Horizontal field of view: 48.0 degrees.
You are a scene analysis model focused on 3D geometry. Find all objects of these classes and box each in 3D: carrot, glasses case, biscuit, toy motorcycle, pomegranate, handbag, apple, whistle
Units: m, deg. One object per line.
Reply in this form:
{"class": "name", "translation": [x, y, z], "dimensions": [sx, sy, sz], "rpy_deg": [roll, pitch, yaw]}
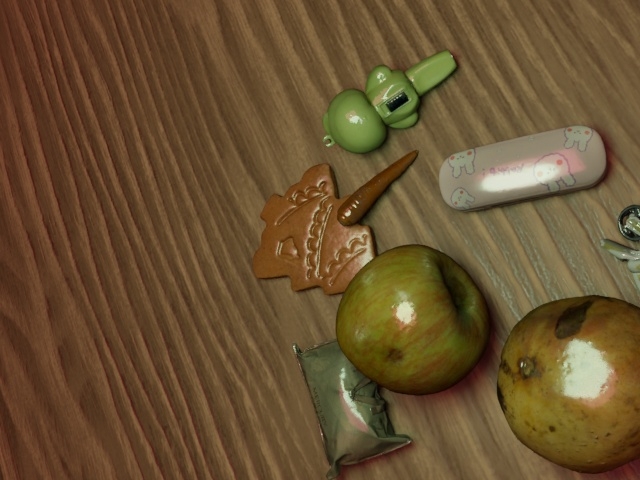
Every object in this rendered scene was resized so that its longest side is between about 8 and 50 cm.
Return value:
{"class": "carrot", "translation": [0.115, -0.108, 1.420], "dimensions": [0.216, 0.048, 0.048], "rpy_deg": [-44, 66, -5]}
{"class": "glasses case", "translation": [0.361, -0.127, 1.302], "dimensions": [0.297, 0.075, 0.113], "rpy_deg": [-12, 80, 25]}
{"class": "biscuit", "translation": [0.000, 0.000, 1.476], "dimensions": [0.306, 0.043, 0.283], "rpy_deg": [33, 97, 26]}
{"class": "toy motorcycle", "translation": [0.568, 0.043, 1.176], "dimensions": [0.229, 0.074, 0.151], "rpy_deg": [38, 118, 34]}
{"class": "pomegranate", "translation": [0.419, 0.224, 1.127], "dimensions": [0.281, 0.281, 0.280], "rpy_deg": [-4, 81, 25]}
{"class": "handbag", "translation": [0.057, 0.299, 1.373], "dimensions": [0.183, 0.117, 0.270], "rpy_deg": [-21, 73, 13]}
{"class": "apple", "translation": [0.156, 0.147, 1.271], "dimensions": [0.265, 0.264, 0.264], "rpy_deg": [-4, 81, 25]}
{"class": "whistle", "translation": [0.127, -0.278, 1.429], "dimensions": [0.294, 0.141, 0.141], "rpy_deg": [-37, 68, -4]}
